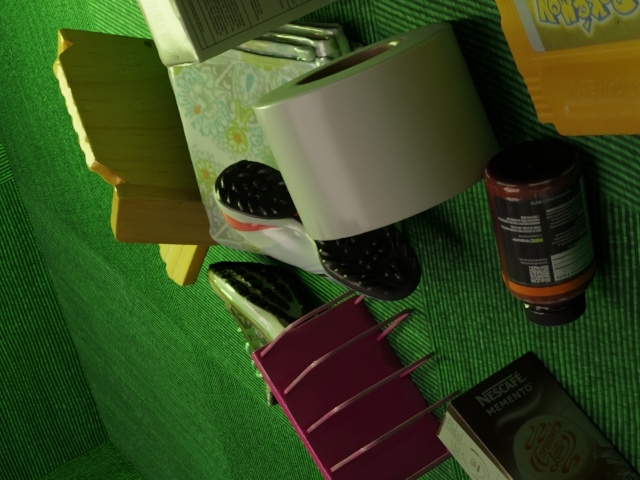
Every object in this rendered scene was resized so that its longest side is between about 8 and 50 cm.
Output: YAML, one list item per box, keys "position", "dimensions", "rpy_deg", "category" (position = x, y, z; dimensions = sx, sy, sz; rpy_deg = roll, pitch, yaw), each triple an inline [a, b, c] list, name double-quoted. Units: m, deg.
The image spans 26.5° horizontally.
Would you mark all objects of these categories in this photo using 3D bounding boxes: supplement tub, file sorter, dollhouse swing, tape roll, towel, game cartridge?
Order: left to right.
- position: [-0.324, -0.111, 2.243]
  dimensions: [0.305, 0.315, 0.346]
  rpy_deg: [-48, 54, 39]
  category: "dollhouse swing"
- position: [-0.051, -0.133, 1.888]
  dimensions: [0.321, 0.090, 0.374]
  rpy_deg: [14, 127, 38]
  category: "towel"
- position: [0.075, 0.222, 1.992]
  dimensions: [0.290, 0.202, 0.182]
  rpy_deg: [58, 154, 9]
  category: "file sorter"
- position: [0.065, -0.127, 1.546]
  dimensions: [0.246, 0.246, 0.169]
  rpy_deg: [3, 120, 64]
  category: "tape roll"
- position: [0.244, -0.004, 1.486]
  dimensions: [0.106, 0.106, 0.197]
  rpy_deg: [31, 143, 51]
  category: "supplement tub"
- position: [0.248, -0.250, 1.263]
  dimensions: [0.285, 0.053, 0.323]
  rpy_deg: [6, 121, 64]
  category: "game cartridge"

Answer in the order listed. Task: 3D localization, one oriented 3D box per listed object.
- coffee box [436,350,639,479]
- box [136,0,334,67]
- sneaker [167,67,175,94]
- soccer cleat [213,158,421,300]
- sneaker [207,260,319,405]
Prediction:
- position: [0.278, 0.282, 1.698]
  dimensions: [0.246, 0.141, 0.098]
  rpy_deg: [50, 155, 25]
  category: "coffee box"
- position: [-0.104, -0.328, 1.686]
  dimensions: [0.127, 0.232, 0.148]
  rpy_deg: [7, 123, 63]
  category: "box"
- position: [-0.121, -0.191, 2.066]
  dimensions: [0.295, 0.105, 0.147]
  rpy_deg: [60, 157, -11]
  category: "sneaker"
- position: [0.000, 0.000, 1.806]
  dimensions: [0.318, 0.108, 0.116]
  rpy_deg: [27, 157, 23]
  category: "soccer cleat"
- position: [-0.076, 0.185, 2.244]
  dimensions: [0.410, 0.158, 0.182]
  rpy_deg: [45, 122, 36]
  category: "sneaker"
